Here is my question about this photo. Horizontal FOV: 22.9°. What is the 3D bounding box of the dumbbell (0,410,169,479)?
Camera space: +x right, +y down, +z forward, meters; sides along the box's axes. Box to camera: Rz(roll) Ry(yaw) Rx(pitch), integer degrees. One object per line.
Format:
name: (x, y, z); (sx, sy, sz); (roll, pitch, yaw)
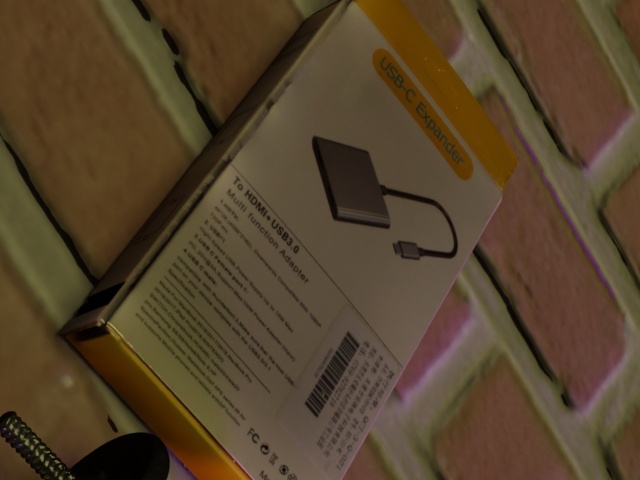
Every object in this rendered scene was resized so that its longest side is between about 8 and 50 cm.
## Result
dumbbell: (-0.063, 0.113, 0.557); (0.147, 0.069, 0.069); (51, 48, -20)

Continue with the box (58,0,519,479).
box: (0.000, 0.000, 0.683); (0.129, 0.033, 0.247); (51, 48, -18)
